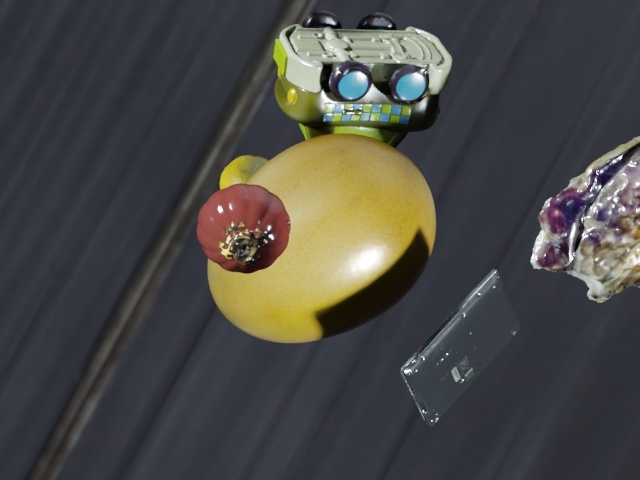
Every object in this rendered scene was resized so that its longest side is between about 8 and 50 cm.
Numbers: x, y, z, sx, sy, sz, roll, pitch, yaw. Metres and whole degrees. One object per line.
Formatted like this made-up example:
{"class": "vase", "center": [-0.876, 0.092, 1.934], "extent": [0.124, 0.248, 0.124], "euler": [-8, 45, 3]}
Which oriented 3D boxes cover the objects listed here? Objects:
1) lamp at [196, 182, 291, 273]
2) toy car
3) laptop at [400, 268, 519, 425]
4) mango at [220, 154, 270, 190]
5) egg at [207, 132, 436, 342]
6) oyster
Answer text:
{"class": "lamp", "center": [-0.082, -0.013, 1.584], "extent": [0.101, 0.101, 0.090], "euler": [29, -159, -19]}
{"class": "toy car", "center": [0.054, -0.203, 2.132], "extent": [0.248, 0.198, 0.204], "euler": [-1, -149, -15]}
{"class": "laptop", "center": [0.175, 0.133, 1.834], "extent": [0.016, 0.180, 0.129], "euler": [30, 159, 38]}
{"class": "mango", "center": [-0.088, -0.059, 2.192], "extent": [0.103, 0.076, 0.161], "euler": [-6, -127, -31]}
{"class": "egg", "center": [0.000, 0.000, 1.945], "extent": [0.250, 0.322, 0.250], "euler": [52, 165, 20]}
{"class": "oyster", "center": [0.424, -0.037, 1.954], "extent": [0.275, 0.271, 0.100], "euler": [-2, -149, -29]}
